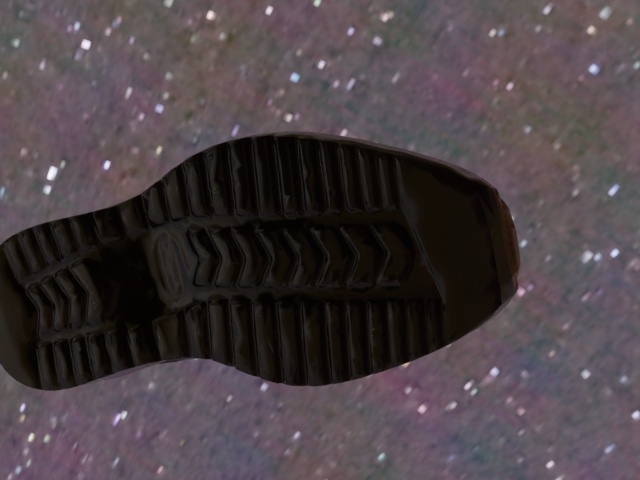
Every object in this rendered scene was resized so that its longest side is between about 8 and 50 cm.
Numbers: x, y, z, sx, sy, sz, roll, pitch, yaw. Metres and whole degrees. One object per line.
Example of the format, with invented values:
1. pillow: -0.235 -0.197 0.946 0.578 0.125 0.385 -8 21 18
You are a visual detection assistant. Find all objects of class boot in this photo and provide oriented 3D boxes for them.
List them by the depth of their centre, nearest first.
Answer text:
1. boot: 0.000 0.000 0.524 0.137 0.198 0.077 -13 -83 -54
